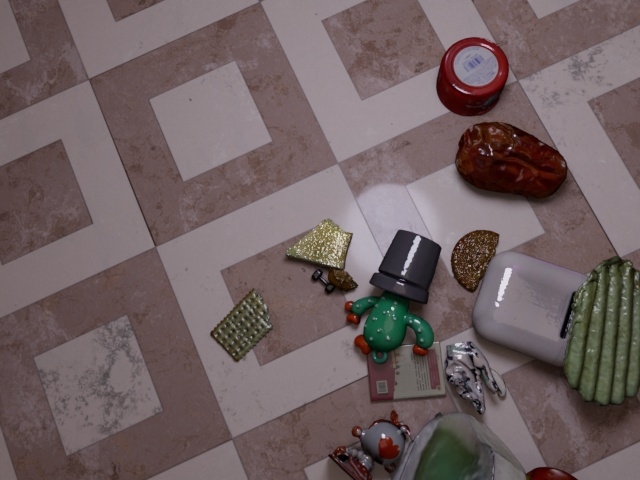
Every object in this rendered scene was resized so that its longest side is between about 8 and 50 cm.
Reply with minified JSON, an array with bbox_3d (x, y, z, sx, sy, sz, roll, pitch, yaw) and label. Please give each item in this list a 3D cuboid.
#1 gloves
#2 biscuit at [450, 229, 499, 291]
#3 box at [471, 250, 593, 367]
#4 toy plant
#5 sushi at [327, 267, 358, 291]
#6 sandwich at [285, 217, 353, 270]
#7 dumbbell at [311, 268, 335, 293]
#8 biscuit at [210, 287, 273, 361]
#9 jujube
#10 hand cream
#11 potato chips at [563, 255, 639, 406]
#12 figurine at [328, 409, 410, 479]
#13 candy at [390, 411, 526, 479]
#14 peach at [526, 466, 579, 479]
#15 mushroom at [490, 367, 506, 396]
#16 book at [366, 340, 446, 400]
[{"bbox_3d":[0.445,0.411,1.859,0.127,0.111,0.212,-4,74,-21],"label":"gloves"},{"bbox_3d":[0.479,0.050,1.969,0.125,0.025,0.206,25,81,9],"label":"biscuit"},{"bbox_3d":[0.646,0.202,1.867,0.348,0.141,0.289,20,79,8],"label":"box"},{"bbox_3d":[0.237,0.181,1.883,0.279,0.185,0.401,23,86,0],"label":"toy plant"},{"bbox_3d":[0.068,0.120,1.956,0.060,0.118,0.062,-49,42,18],"label":"sushi"},{"bbox_3d":[0.000,0.000,2.002,0.192,0.058,0.163,13,78,9],"label":"sandwich"},{"bbox_3d":[0.011,0.130,1.982,0.083,0.036,0.040,43,84,11],"label":"dumbbell"},{"bbox_3d":[-0.238,0.271,1.982,0.203,0.016,0.144,-44,78,-4],"label":"biscuit"},{"bbox_3d":[0.596,-0.238,1.945,0.341,0.216,0.217,17,80,-5],"label":"jujube"},{"bbox_3d":[0.492,-0.533,2.029,0.230,0.149,0.231,-1,75,4],"label":"hand cream"},{"bbox_3d":[0.854,0.264,1.800,0.358,0.070,0.430,12,84,-24],"label":"potato chips"},{"bbox_3d":[0.165,0.606,1.827,0.183,0.160,0.226,40,75,10],"label":"figurine"},{"bbox_3d":[0.366,0.704,1.702,0.186,0.386,0.427,40,81,-29],"label":"candy"},{"bbox_3d":[0.654,0.788,1.679,0.281,0.281,0.338,-38,79,-4],"label":"peach"},{"bbox_3d":[0.529,0.428,1.891,0.049,0.019,0.101,-29,75,-3],"label":"mushroom"},{"bbox_3d":[0.261,0.401,1.914,0.231,0.022,0.162,-6,79,3],"label":"book"}]
